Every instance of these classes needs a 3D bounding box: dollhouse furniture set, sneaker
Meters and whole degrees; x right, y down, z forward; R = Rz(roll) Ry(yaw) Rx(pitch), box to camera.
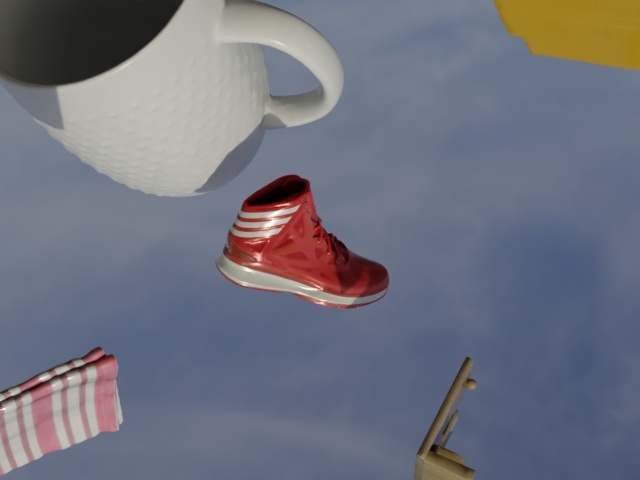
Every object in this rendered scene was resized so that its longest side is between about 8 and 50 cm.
[{"bbox_3d":[0.187,0.230,1.337,0.151,0.144,0.123,22,-121,14],"label":"dollhouse furniture set"},{"bbox_3d":[0.000,0.000,1.495,0.221,0.128,0.087,6,-153,-32],"label":"sneaker"}]

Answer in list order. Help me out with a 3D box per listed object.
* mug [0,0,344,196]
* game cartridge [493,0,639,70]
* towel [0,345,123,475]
[{"bbox_3d":[-0.156,-0.200,1.505,0.374,0.328,0.276,2,-116,22],"label":"mug"},{"bbox_3d":[0.259,-0.232,1.010,0.324,0.285,0.052,16,-115,36],"label":"game cartridge"},{"bbox_3d":[-0.250,0.157,1.038,0.197,0.144,0.029,-25,-111,-18],"label":"towel"}]
